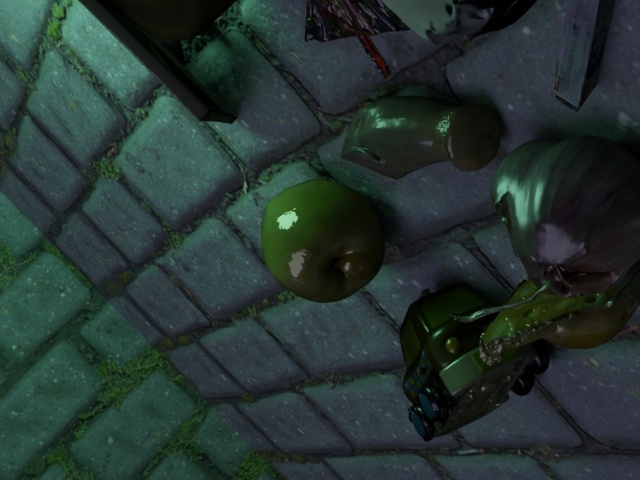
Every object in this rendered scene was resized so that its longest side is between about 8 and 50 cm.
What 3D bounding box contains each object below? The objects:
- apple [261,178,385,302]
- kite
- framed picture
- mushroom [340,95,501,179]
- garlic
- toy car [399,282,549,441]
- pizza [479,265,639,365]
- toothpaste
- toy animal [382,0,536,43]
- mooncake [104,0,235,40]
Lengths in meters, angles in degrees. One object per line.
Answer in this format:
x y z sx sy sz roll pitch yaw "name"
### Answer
0.000 0.000 1.589 0.200 0.200 0.200 34 154 19 "apple"
0.038 -0.275 1.289 0.232 0.009 0.189 5 136 54 "kite"
-0.231 -0.261 1.523 0.247 0.022 0.335 44 -175 -3 "framed picture"
0.112 -0.130 1.314 0.247 0.096 0.108 -3 104 54 "mushroom"
0.271 0.007 1.175 0.207 0.257 0.207 31 -161 -12 "garlic"
0.203 0.166 1.587 0.198 0.204 0.248 59 161 24 "toy car"
0.295 0.101 1.289 0.188 0.204 0.081 -5 117 51 "pizza"
0.256 -0.210 1.016 0.040 0.047 0.196 29 152 22 "toothpaste"
0.122 -0.287 0.962 0.204 0.156 0.208 44 173 0 "toy animal"
-0.206 -0.396 1.290 0.284 0.155 0.284 33 155 18 "mooncake"
